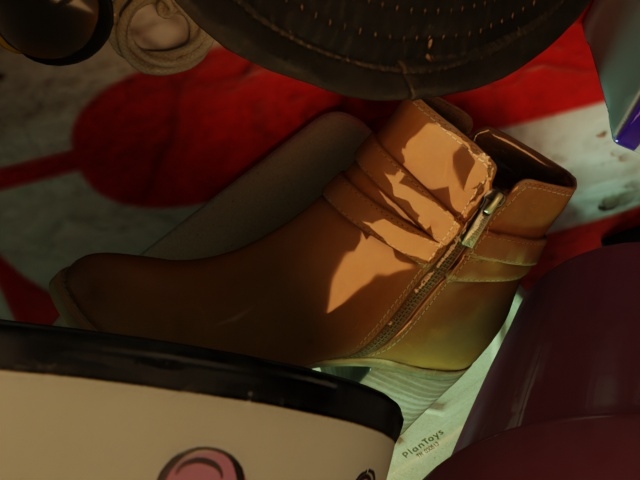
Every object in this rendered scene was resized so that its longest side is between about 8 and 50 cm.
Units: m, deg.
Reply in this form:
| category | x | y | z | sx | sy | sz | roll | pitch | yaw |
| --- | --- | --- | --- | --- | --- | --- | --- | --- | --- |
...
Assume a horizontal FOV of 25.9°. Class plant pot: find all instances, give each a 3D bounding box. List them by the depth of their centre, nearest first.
| category | x | y | z | sx | sy | sz | roll | pitch | yaw |
| --- | --- | --- | --- | --- | --- | --- | --- | --- | --- |
| plant pot | 0.137 | 0.106 | 0.585 | 0.201 | 0.180 | 0.201 | 8 | 135 | 8 |

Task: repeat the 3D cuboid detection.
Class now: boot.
| category | x | y | z | sx | sy | sz | roll | pitch | yaw |
| --- | --- | --- | --- | --- | --- | --- | --- | --- | --- |
| boot | 0.000 | 0.000 | 0.586 | 0.197 | 0.073 | 0.152 | 16 | 121 | -32 |

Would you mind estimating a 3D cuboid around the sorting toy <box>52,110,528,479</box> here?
| category | x | y | z | sx | sy | sz | roll | pitch | yaw |
| --- | --- | --- | --- | --- | --- | --- | --- | --- | --- |
| sorting toy | 0.002 | 0.055 | 0.687 | 0.193 | 0.038 | 0.208 | -36 | 121 | 16 |

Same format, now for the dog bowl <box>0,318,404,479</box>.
| category | x | y | z | sx | sy | sz | roll | pitch | yaw |
| --- | --- | --- | --- | --- | --- | --- | --- | --- | --- |
| dog bowl | -0.176 | 0.124 | 0.483 | 0.407 | 0.150 | 0.408 | 1 | 168 | 0 |

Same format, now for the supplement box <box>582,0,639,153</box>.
| category | x | y | z | sx | sy | sz | roll | pitch | yaw |
| --- | --- | --- | --- | --- | --- | --- | --- | --- | --- |
| supplement box | 0.232 | -0.069 | 0.560 | 0.220 | 0.111 | 0.114 | 20 | 121 | -9 |

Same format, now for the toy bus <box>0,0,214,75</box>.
| category | x | y | z | sx | sy | sz | roll | pitch | yaw |
| --- | --- | --- | --- | --- | --- | --- | --- | --- | --- |
| toy bus | -0.125 | -0.118 | 0.480 | 0.202 | 0.104 | 0.191 | 1 | 127 | -12 |

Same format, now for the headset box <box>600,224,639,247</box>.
| category | x | y | z | sx | sy | sz | roll | pitch | yaw |
| --- | --- | --- | --- | --- | --- | --- | --- | --- | --- |
| headset box | 0.170 | 0.042 | 0.692 | 0.032 | 0.062 | 0.083 | -19 | 129 | 3 |

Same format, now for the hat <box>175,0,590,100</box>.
| category | x | y | z | sx | sy | sz | roll | pitch | yaw |
| --- | --- | --- | --- | --- | --- | --- | --- | --- | --- |
| hat | -0.017 | -0.207 | 0.403 | 0.134 | 0.331 | 0.331 | 8 | 143 | 41 |
